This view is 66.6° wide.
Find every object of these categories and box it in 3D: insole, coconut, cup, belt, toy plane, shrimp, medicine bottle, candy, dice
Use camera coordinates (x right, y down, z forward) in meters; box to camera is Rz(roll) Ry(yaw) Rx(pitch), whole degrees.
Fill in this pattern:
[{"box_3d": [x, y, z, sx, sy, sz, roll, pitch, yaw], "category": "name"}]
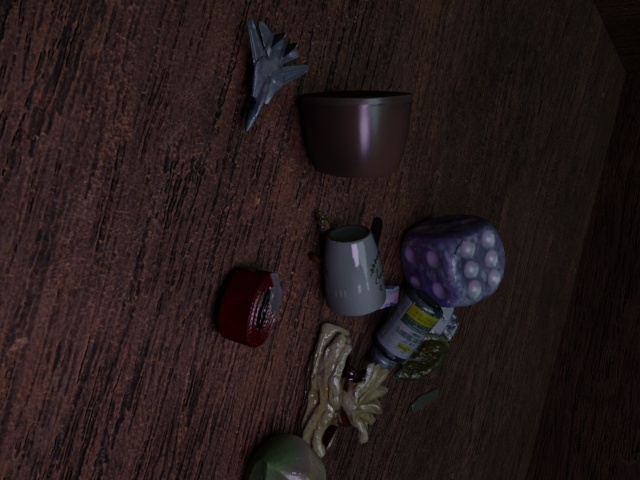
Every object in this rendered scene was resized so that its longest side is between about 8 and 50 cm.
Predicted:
[{"box_3d": [0.438, 0.666, 2.040, 0.192, 0.010, 0.063, -9, 105, -43], "category": "insole"}, {"box_3d": [-0.099, 0.669, 1.391, 0.236, 0.236, 0.204, 51, 51, -37], "category": "coconut"}, {"box_3d": [0.106, 0.066, 1.502, 0.258, 0.187, 0.233, -60, 146, -62], "category": "cup"}, {"box_3d": [-0.191, 0.168, 1.272, 0.128, 0.124, 0.200, 38, 65, -59], "category": "belt"}, {"box_3d": [0.176, 0.032, 1.677, 0.080, 0.003, 0.231, 12, 89, -45], "category": "insole"}, {"box_3d": [0.440, 0.307, 1.903, 0.252, 0.118, 0.251, 3, 83, -30], "category": "toy plane"}, {"box_3d": [-0.001, 0.000, 1.481, 0.124, 0.034, 0.178, -48, 136, -24], "category": "shrimp"}, {"box_3d": [0.284, 0.317, 1.683, 0.141, 0.141, 0.293, 18, 113, -44], "category": "medicine bottle"}, {"box_3d": [0.191, 0.191, 1.661, 0.160, 0.092, 0.073, -8, 101, -44], "category": "candy"}, {"box_3d": [-0.148, -0.400, 1.238, 0.212, 0.088, 0.267, 25, 88, -42], "category": "toy plane"}, {"box_3d": [0.472, 0.067, 1.751, 0.270, 0.271, 0.269, -23, 108, -27], "category": "dice"}]

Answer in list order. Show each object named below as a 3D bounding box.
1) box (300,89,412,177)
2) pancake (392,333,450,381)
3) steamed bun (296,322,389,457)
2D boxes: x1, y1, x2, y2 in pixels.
[{"box_3d": [0.102, -0.301, 1.351, 0.301, 0.301, 0.216, -20, 116, -40], "category": "box"}, {"box_3d": [0.378, 0.446, 1.840, 0.254, 0.037, 0.253, -10, 128, -13], "category": "pancake"}, {"box_3d": [0.082, 0.494, 1.556, 0.247, 0.189, 0.427, 17, 85, -52], "category": "steamed bun"}]
